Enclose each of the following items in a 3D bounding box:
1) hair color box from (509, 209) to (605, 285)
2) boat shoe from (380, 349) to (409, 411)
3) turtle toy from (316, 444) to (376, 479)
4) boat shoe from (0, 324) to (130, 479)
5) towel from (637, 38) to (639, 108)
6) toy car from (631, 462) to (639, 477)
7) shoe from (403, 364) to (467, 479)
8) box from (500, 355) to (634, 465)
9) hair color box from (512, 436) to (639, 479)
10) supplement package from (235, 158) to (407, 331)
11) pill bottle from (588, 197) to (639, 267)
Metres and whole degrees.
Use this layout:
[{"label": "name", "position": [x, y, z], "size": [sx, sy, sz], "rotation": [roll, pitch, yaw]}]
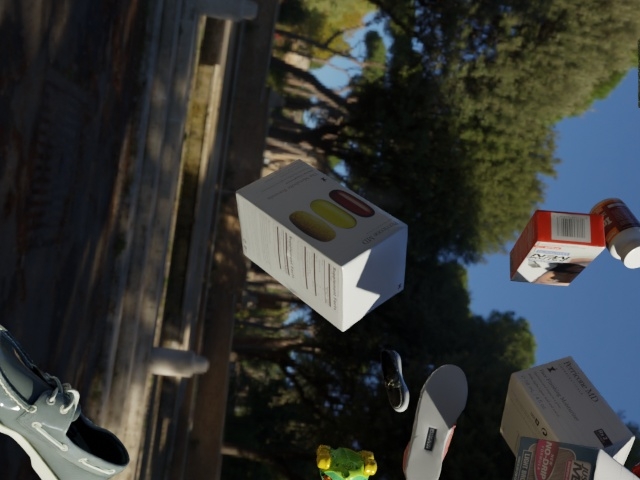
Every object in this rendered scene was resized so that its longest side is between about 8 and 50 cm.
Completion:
[{"label": "hair color box", "position": [0.340, 0.014, 1.003], "size": [0.167, 0.093, 0.053], "rotation": [82, 13, -69]}, {"label": "boat shoe", "position": [0.158, 0.307, 1.517], "size": [0.049, 0.040, 0.142], "rotation": [-32, -131, 31]}, {"label": "turtle toy", "position": [0.038, 0.370, 1.110], "size": [0.130, 0.095, 0.066], "rotation": [101, -3, -86]}, {"label": "boat shoe", "position": [-0.348, 0.210, 0.886], "size": [0.116, 0.099, 0.319], "rotation": [-107, 179, -56]}, {"label": "towel", "position": [0.504, -0.240, 1.009], "size": [0.152, 0.023, 0.113], "rotation": [-80, 164, -72]}, {"label": "toy car", "position": [0.568, 0.388, 0.920], "size": [0.053, 0.225, 0.239], "rotation": [-59, -162, 7]}, {"label": "shoe", "position": [0.159, 0.265, 0.985], "size": [0.081, 0.064, 0.178], "rotation": [85, 23, -75]}, {"label": "box", "position": [0.409, 0.329, 1.169], "size": [0.181, 0.119, 0.181], "rotation": [-118, -162, -47]}, {"label": "hair color box", "position": [0.364, 0.392, 0.896], "size": [0.105, 0.347, 0.173], "rotation": [-3, -120, 43]}, {"label": "supplement package", "position": [0.000, 0.000, 1.065], "size": [0.244, 0.139, 0.133], "rotation": [34, -38, 35]}, {"label": "pill bottle", "position": [0.647, -0.016, 1.477], "size": [0.152, 0.086, 0.086], "rotation": [-104, -158, -47]}]
